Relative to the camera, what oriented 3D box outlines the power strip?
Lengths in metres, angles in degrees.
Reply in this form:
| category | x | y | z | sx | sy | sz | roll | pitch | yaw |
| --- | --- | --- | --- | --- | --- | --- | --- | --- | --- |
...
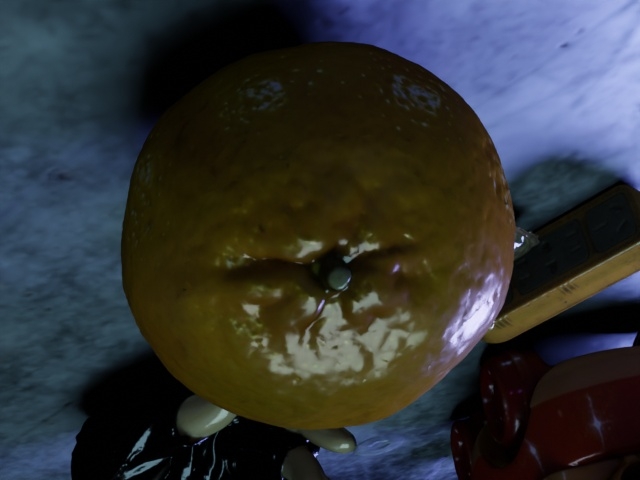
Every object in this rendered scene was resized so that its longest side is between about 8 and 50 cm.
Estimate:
| category | x | y | z | sx | sy | sz | roll | pitch | yaw |
| --- | --- | --- | --- | --- | --- | --- | --- | --- | --- |
| power strip | 0.139 | 0.023 | 0.723 | 0.178 | 0.049 | 0.028 | -33 | 140 | 29 |

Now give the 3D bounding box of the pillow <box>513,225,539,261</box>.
| category | x | y | z | sx | sy | sz | roll | pitch | yaw |
| --- | --- | --- | --- | --- | --- | --- | --- | --- | --- |
| pillow | 0.021 | 0.009 | 0.664 | 0.211 | 0.034 | 0.135 | 17 | 139 | -40 |

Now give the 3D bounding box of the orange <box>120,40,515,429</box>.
| category | x | y | z | sx | sy | sz | roll | pitch | yaw |
| --- | --- | --- | --- | --- | --- | --- | --- | --- | --- |
| orange | 0.000 | 0.000 | 0.505 | 0.177 | 0.155 | 0.177 | 0 | 126 | 0 |

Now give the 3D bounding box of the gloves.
| category | x | y | z | sx | sy | sz | roll | pitch | yaw |
| --- | --- | --- | --- | --- | --- | --- | --- | --- | --- |
| gloves | -0.068 | 0.151 | 0.768 | 0.203 | 0.124 | 0.164 | -14 | 133 | 15 |

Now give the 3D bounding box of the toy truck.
| category | x | y | z | sx | sy | sz | roll | pitch | yaw |
| --- | --- | --- | --- | --- | --- | --- | --- | --- | --- |
| toy truck | 0.226 | 0.203 | 0.876 | 0.189 | 0.239 | 0.265 | -9 | 150 | -8 |
